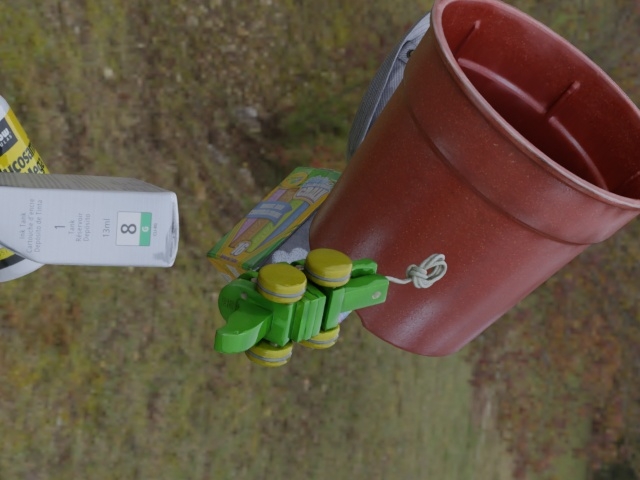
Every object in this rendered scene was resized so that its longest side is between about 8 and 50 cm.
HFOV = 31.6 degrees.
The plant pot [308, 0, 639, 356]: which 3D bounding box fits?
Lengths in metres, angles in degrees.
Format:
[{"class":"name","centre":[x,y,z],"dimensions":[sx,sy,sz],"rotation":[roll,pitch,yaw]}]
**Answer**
[{"class":"plant pot","centre":[0.139,-0.046,1.072],"dimensions":[0.265,0.272,0.272],"rotation":[-50,177,33]}]

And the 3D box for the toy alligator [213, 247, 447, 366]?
[{"class":"toy alligator","centre":[-0.001,0.029,0.694],"dimensions":[0.190,0.051,0.056],"rotation":[-17,130,-42]}]

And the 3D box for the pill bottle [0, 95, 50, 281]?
[{"class":"pill bottle","centre":[-0.541,-0.114,1.780],"dimensions":[0.334,0.188,0.188],"rotation":[64,35,-27]}]

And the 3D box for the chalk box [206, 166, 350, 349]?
[{"class":"chalk box","centre":[0.000,0.000,1.328],"dimensions":[0.213,0.132,0.132],"rotation":[-44,116,-18]}]

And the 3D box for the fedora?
[{"class":"fedora","centre":[0.149,-0.169,1.493],"dimensions":[0.275,0.124,0.243],"rotation":[-46,157,-42]}]

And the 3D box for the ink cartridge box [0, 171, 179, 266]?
[{"class":"ink cartridge box","centre":[-0.219,-0.018,0.750],"dimensions":[0.181,0.225,0.056],"rotation":[-160,-109,-72]}]
